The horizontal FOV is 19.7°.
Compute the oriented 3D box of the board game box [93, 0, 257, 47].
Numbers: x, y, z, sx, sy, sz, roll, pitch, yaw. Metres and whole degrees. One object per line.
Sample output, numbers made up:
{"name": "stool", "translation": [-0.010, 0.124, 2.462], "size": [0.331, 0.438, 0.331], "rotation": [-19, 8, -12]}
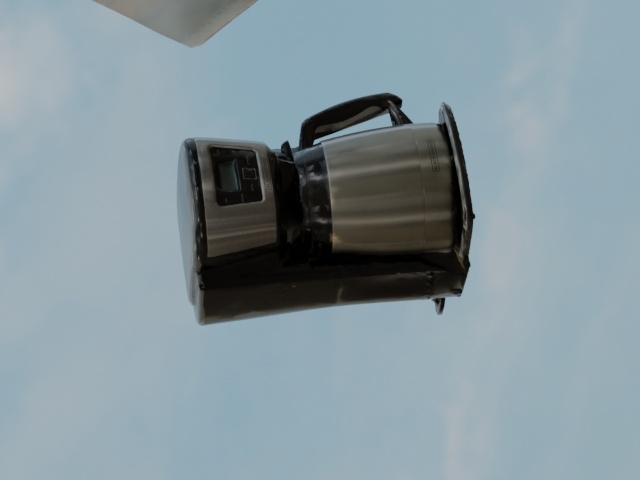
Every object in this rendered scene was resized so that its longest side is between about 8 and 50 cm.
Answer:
{"name": "board game box", "translation": [-0.132, -0.248, 0.458], "size": [0.319, 0.066, 0.318], "rotation": [23, -127, -33]}

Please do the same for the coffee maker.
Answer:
{"name": "coffee maker", "translation": [0.000, 0.000, 1.184], "size": [0.120, 0.178, 0.171], "rotation": [-103, 9, -53]}
